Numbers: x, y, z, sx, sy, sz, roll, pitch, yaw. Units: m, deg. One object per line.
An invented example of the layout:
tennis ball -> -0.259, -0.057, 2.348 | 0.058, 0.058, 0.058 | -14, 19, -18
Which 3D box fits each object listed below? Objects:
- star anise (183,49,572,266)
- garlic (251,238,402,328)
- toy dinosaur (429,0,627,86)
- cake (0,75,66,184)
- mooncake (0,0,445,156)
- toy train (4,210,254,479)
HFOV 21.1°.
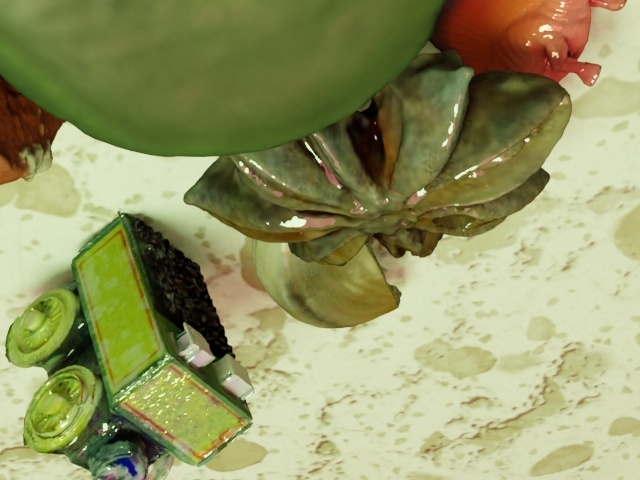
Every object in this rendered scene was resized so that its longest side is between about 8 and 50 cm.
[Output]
star anise -> 0.042, -0.062, 1.327 | 0.315, 0.108, 0.315 | -1, 153, -1
garlic -> -0.009, 0.011, 1.516 | 0.101, 0.087, 0.195 | -28, 130, 6
toy dinosaur -> 0.135, -0.139, 1.382 | 0.139, 0.070, 0.286 | 22, 137, -11
cake -> -0.298, -0.145, 1.252 | 0.151, 0.177, 0.283 | -16, 135, 13
mooncake -> -0.086, -0.236, 1.133 | 0.356, 0.194, 0.356 | -5, 130, -6
toy train -> -0.168, 0.108, 1.495 | 0.177, 0.261, 0.134 | -39, 129, 10
